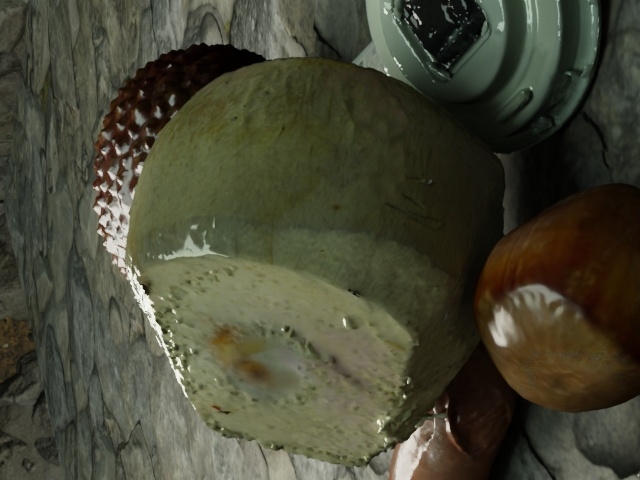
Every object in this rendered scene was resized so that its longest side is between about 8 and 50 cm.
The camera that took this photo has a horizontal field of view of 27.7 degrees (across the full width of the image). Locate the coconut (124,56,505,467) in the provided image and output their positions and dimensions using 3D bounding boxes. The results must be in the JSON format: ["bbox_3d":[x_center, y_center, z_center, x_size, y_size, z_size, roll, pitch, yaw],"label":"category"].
[{"bbox_3d":[0.000,0.000,0.996,0.297,0.297,0.255,114,178,-49],"label":"coconut"}]

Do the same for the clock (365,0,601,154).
[{"bbox_3d":[0.107,-0.175,0.989,0.236,0.053,0.237,29,130,40],"label":"clock"}]

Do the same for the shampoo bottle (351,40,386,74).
[{"bbox_3d":[0.089,-0.152,1.122,0.221,0.051,0.108,-39,59,58],"label":"shampoo bottle"}]

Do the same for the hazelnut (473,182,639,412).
[{"bbox_3d":[0.181,0.037,0.872,0.150,0.150,0.150,175,90,-67],"label":"hazelnut"}]

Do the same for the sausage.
[{"bbox_3d":[0.094,0.258,1.146,0.094,0.094,0.419,22,123,21],"label":"sausage"}]

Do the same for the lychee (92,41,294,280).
[{"bbox_3d":[-0.098,-0.058,1.302,0.304,0.275,0.276,-56,41,29],"label":"lychee"}]
